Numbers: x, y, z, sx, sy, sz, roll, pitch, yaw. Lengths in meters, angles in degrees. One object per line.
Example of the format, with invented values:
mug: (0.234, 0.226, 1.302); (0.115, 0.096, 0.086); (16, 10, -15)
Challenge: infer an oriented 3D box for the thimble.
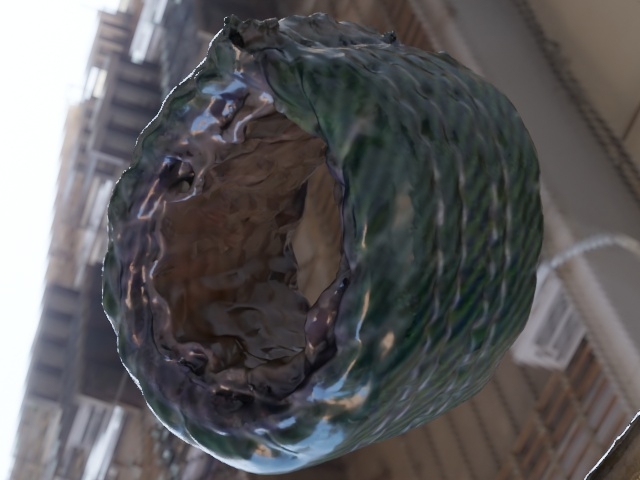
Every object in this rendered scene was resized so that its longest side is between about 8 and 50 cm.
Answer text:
thimble: (0.001, 0.003, 0.500); (0.118, 0.135, 0.090); (35, -155, 26)

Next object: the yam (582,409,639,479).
yam: (0.142, 0.202, 0.948); (0.046, 0.264, 0.046); (25, -155, -13)
